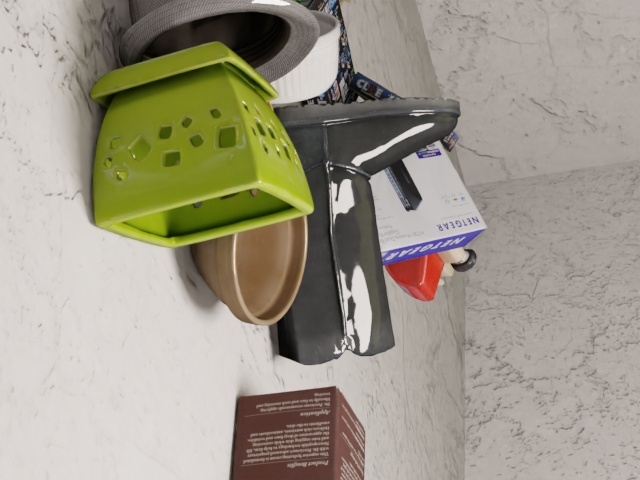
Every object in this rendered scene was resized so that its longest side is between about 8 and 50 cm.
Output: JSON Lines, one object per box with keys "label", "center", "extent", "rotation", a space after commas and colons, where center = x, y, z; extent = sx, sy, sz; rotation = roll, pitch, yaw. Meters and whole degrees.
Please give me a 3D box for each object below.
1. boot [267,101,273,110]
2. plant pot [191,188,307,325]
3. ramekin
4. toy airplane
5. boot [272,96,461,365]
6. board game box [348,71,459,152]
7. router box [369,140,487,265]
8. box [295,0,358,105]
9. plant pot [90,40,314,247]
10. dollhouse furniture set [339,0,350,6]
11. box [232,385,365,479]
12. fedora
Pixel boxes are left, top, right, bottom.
{"label": "boot", "center": [-0.105, -0.171, 1.818], "extent": [0.262, 0.095, 0.203], "rotation": [74, -8, -45]}
{"label": "plant pot", "center": [-0.117, 0.005, 1.717], "extent": [0.237, 0.110, 0.237], "rotation": [4, 90, -66]}
{"label": "ramekin", "center": [-0.065, -0.313, 1.963], "extent": [0.207, 0.207, 0.109], "rotation": [-71, 158, -59]}
{"label": "toy airplane", "center": [0.174, -0.057, 2.589], "extent": [0.386, 0.272, 0.384], "rotation": [63, 19, -1]}
{"label": "boot", "center": [0.090, -0.019, 2.039], "extent": [0.146, 0.367, 0.445], "rotation": [167, -83, -79]}
{"label": "board game box", "center": [0.190, -0.288, 2.592], "extent": [0.042, 0.243, 0.165], "rotation": [-58, 166, 4]}
{"label": "router box", "center": [0.134, -0.108, 2.289], "extent": [0.335, 0.082, 0.301], "rotation": [-12, 68, -41]}
{"label": "box", "center": [0.006, -0.401, 2.503], "extent": [0.295, 0.073, 0.293], "rotation": [-70, 148, -60]}
{"label": "plant pot", "center": [-0.158, -0.123, 1.486], "extent": [0.228, 0.227, 0.207], "rotation": [28, 49, -71]}
{"label": "dollhouse furniture set", "center": [0.026, -0.591, 2.651], "extent": [0.182, 0.101, 0.161], "rotation": [-53, -167, 41]}
{"label": "box", "center": [-0.031, 0.356, 1.783], "extent": [0.167, 0.169, 0.203], "rotation": [63, 24, -52]}
{"label": "fedora", "center": [-0.150, -0.305, 1.565], "extent": [0.244, 0.276, 0.124], "rotation": [-46, -123, 56]}
